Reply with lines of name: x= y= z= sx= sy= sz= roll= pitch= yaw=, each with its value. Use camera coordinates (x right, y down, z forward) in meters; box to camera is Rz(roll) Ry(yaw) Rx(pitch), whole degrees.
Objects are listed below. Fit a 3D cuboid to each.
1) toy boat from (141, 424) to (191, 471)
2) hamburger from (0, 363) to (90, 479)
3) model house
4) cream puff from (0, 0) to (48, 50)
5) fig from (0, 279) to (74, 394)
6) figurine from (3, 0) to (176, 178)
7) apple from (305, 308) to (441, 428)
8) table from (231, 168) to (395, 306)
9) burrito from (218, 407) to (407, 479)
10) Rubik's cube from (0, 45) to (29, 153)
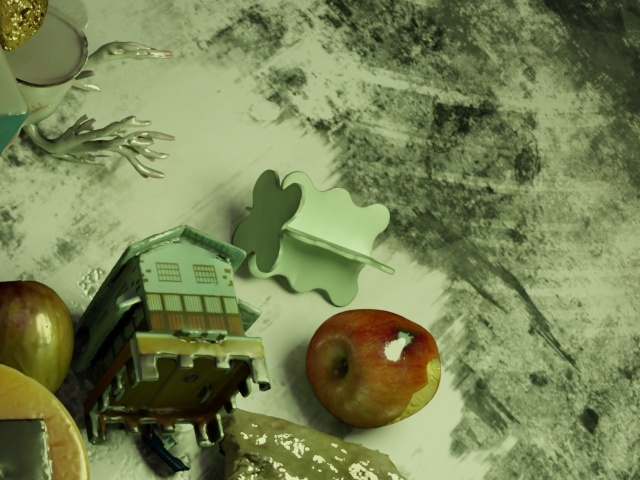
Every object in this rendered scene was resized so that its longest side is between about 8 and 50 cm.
toy boat: x=-0.198 y=0.265 z=2.073 sx=0.083 sy=0.038 sz=0.038 roll=45 pitch=45 yaw=7
hamburger: x=-0.404 y=0.277 z=1.823 sx=0.300 sy=0.176 sz=0.300 roll=19 pitch=52 yaw=-26
model house: x=-0.195 y=0.129 z=2.030 sx=0.198 sy=0.224 sz=0.215 roll=6 pitch=55 yaw=-26
cream puff: x=-0.380 y=-0.290 z=1.940 sx=0.104 sy=0.119 sz=0.133 roll=-3 pitch=49 yaw=-13
fig: x=-0.360 y=0.169 z=1.976 sx=0.159 sy=0.159 sz=0.257 roll=-24 pitch=99 yaw=-43
figurine: x=-0.337 y=-0.209 z=2.150 sx=0.284 sy=0.315 sz=0.206 roll=-1 pitch=74 yaw=-6
apple: x=0.080 y=0.178 z=2.245 sx=0.199 sy=0.199 sz=0.199 roll=18 pitch=52 yaw=-25
table: x=0.000 y=0.000 z=2.321 sx=0.198 sy=0.166 sz=0.166 roll=20 pitch=51 yaw=-33
burrito: x=0.011 y=0.336 z=2.138 sx=0.348 sy=0.107 sz=0.175 roll=25 pitch=63 yaw=-18
Rubik's cube: x=-0.603 y=-0.182 z=1.875 sx=0.347 sy=0.344 sz=0.347 roll=-11 pitch=69 yaw=-39
